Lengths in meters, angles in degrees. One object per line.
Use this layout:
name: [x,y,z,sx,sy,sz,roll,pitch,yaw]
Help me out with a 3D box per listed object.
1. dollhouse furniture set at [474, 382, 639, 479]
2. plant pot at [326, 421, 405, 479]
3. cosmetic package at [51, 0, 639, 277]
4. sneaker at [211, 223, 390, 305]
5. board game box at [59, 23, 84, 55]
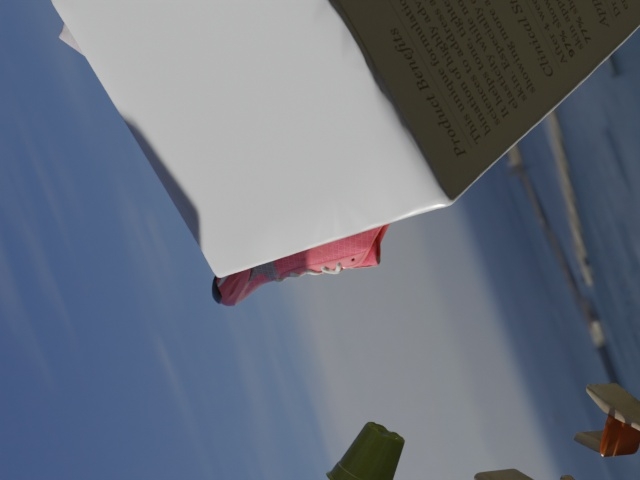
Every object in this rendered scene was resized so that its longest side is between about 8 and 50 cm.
dollhouse furniture set: [0.282,0.289,1.477,0.135,0.259,0.262,34,118,54]
plant pot: [0.061,0.260,1.757,0.083,0.079,0.083,26,-175,-2]
cosmetic package: [0.035,-0.224,1.426,0.393,0.327,0.329,-40,-75,-41]
sneaker: [0.000,0.000,1.771,0.136,0.314,0.116,48,-159,-3]
board game box: [-0.149,-0.394,1.742,0.066,0.319,0.318,35,-142,7]
